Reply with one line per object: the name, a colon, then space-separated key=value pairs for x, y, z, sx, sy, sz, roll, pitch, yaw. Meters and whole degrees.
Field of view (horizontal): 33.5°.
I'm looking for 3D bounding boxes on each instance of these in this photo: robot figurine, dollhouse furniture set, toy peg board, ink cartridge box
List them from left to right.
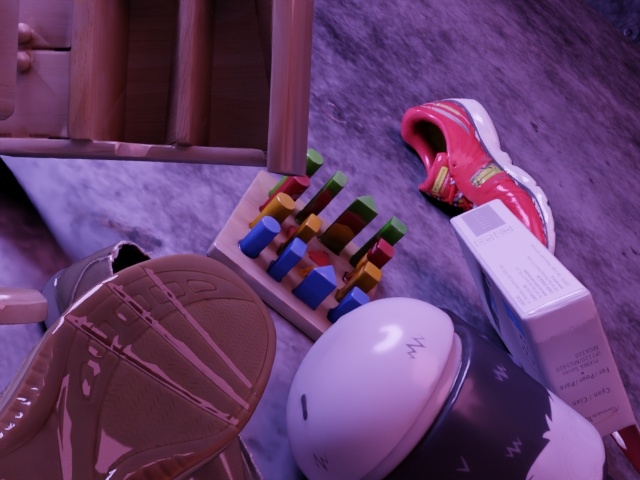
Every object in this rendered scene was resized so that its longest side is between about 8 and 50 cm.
dollhouse furniture set: x=-0.166 y=-0.133 z=0.636 sx=0.256 sy=0.362 sz=0.394 roll=2 pitch=1 yaw=10
toy peg board: x=0.000 y=0.000 z=0.996 sx=0.161 sy=0.079 sz=0.160 roll=39 pitch=30 yaw=-8
robot figurine: x=0.103 y=0.167 z=0.825 sx=0.278 sy=0.173 sz=0.209 roll=38 pitch=4 yaw=-11
ink cartridge box: x=0.230 y=0.118 z=1.038 sx=0.296 sy=0.066 sz=0.261 roll=-106 pitch=171 yaw=-72

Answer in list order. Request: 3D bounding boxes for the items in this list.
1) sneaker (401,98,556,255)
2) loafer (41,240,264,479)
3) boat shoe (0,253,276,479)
sneaker: x=0.181 y=-0.059 z=1.296 sx=0.118 sy=0.107 sz=0.279 roll=-7 pitch=52 yaw=-31
loafer: x=-0.107 y=0.104 z=0.728 sx=0.094 sy=0.087 sz=0.251 roll=-10 pitch=59 yaw=-54
boat shoe: x=-0.143 y=0.124 z=0.601 sx=0.121 sy=0.110 sz=0.341 roll=45 pitch=40 yaw=-1
